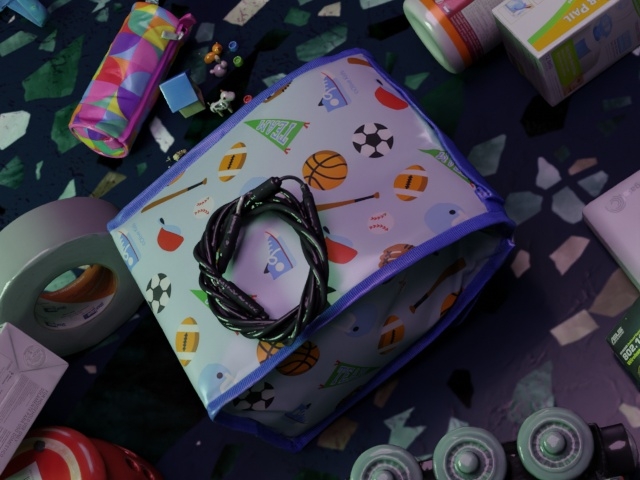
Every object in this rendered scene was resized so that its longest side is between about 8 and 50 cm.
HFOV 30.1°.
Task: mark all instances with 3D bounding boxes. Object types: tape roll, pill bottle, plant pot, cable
[{"bbox_3d":[-0.325,0.050,1.519,0.219,0.219,0.072,-38,57,0],"label":"tape roll"},{"bbox_3d":[0.227,-0.326,1.540,0.221,0.121,0.121,-37,55,1],"label":"pill bottle"},{"bbox_3d":[-0.290,0.316,1.390,0.191,0.174,0.191,-9,60,16],"label":"plant pot"},{"bbox_3d":[-0.062,0.027,1.251,0.150,0.047,0.185,-21,66,14],"label":"cable"}]

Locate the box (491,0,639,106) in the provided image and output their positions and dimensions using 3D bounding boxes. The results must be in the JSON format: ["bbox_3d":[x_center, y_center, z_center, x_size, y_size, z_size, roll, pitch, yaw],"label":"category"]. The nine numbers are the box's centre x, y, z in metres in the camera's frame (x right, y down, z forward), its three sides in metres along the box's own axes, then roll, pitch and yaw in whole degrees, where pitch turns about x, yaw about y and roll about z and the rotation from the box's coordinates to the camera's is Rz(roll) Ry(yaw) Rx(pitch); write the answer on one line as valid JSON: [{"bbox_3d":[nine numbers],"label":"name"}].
[{"bbox_3d":[0.332,-0.284,1.477,0.203,0.114,0.103,-35,56,1],"label":"box"}]

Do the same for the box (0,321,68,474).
[{"bbox_3d":[-0.420,0.201,1.419,0.290,0.087,0.169,-19,38,57],"label":"box"}]

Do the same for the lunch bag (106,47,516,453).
[{"bbox_3d":[0.000,0.000,1.396,0.385,0.239,0.328,-43,57,9],"label":"lunch bag"}]

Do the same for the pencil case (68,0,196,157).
[{"bbox_3d":[-0.274,-0.237,1.726,0.104,0.104,0.236,16,72,30],"label":"pencil case"}]

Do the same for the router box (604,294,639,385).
[{"bbox_3d":[0.369,0.098,1.260,0.092,0.038,0.122,58,134,35],"label":"router box"}]

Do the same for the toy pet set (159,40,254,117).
[{"bbox_3d":[-0.167,-0.234,1.696,0.114,0.065,0.122,-25,56,10],"label":"toy pet set"}]

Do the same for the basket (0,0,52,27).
[{"bbox_3d":[-0.565,-0.461,1.879,0.201,0.255,0.289,-45,44,-7],"label":"basket"}]

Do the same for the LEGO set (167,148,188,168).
[{"bbox_3d":[-0.196,-0.094,1.658,0.054,0.023,0.083,-39,55,0],"label":"LEGO set"}]

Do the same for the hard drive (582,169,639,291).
[{"bbox_3d":[0.456,0.025,1.301,0.203,0.040,0.307,-34,56,4],"label":"hard drive"}]

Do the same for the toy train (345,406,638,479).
[{"bbox_3d":[0.171,0.291,1.225,0.333,0.142,0.190,-14,72,8],"label":"toy train"}]
